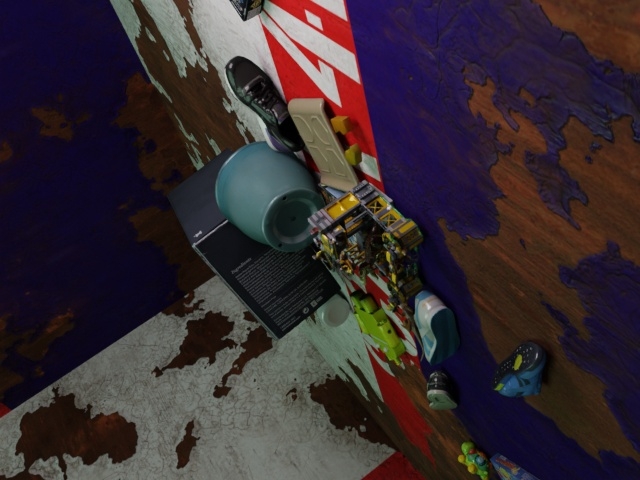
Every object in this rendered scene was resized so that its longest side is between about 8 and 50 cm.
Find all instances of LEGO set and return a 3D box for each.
[{"bbox_3d":[0.096,0.041,1.432,0.255,0.192,0.331,50,166,23],"label":"LEGO set"}]

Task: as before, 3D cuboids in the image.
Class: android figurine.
[{"bbox_3d":[0.191,0.290,2.061,0.273,0.056,0.248,61,166,-14],"label":"android figurine"}]

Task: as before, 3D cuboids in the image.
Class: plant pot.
[{"bbox_3d":[-0.117,-0.100,1.694,0.255,0.271,0.272,45,164,52],"label":"plant pot"}]

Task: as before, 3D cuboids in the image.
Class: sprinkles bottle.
[{"bbox_3d":[-0.019,0.213,2.470,0.355,0.121,0.121,37,157,55],"label":"sprinkles bottle"}]

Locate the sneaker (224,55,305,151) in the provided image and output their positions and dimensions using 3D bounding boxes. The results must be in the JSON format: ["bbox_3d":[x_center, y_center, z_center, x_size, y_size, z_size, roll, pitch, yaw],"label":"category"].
[{"bbox_3d":[-0.125,-0.346,1.581,0.283,0.107,0.124,53,165,-29],"label":"sneaker"}]

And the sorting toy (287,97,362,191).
[{"bbox_3d":[0.030,-0.222,1.445,0.307,0.041,0.229,27,144,64],"label":"sorting toy"}]

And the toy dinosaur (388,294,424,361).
[{"bbox_3d":[0.258,0.235,1.709,0.112,0.064,0.211,-7,-108,-85],"label":"toy dinosaur"}]

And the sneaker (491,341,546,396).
[{"bbox_3d":[0.407,0.257,1.218,0.082,0.069,0.209,21,151,5],"label":"sneaker"}]

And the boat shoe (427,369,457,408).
[{"bbox_3d":[0.358,0.450,1.847,0.233,0.084,0.079,64,-156,-57],"label":"boat shoe"}]

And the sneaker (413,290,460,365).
[{"bbox_3d":[0.279,0.215,1.520,0.092,0.087,0.229,53,162,45],"label":"sneaker"}]

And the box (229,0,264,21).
[{"bbox_3d":[-0.194,-0.594,1.303,0.220,0.051,0.175,56,167,-1],"label":"box"}]

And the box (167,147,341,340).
[{"bbox_3d":[-0.236,0.000,2.135,0.472,0.297,0.480,52,177,-33],"label":"box"}]

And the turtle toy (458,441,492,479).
[{"bbox_3d":[0.478,0.678,1.934,0.095,0.066,0.130,36,-179,-32],"label":"turtle toy"}]

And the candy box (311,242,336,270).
[{"bbox_3d":[0.000,0.000,2.041,0.187,0.053,0.109,52,167,10],"label":"candy box"}]

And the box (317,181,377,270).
[{"bbox_3d":[0.082,-0.042,1.662,0.159,0.044,0.233,42,161,46],"label":"box"}]

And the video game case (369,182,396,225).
[{"bbox_3d":[0.147,-0.068,1.442,0.087,0.011,0.122,44,162,42],"label":"video game case"}]

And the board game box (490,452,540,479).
[{"bbox_3d":[0.562,0.681,1.715,0.136,0.035,0.201,59,167,-12],"label":"board game box"}]
